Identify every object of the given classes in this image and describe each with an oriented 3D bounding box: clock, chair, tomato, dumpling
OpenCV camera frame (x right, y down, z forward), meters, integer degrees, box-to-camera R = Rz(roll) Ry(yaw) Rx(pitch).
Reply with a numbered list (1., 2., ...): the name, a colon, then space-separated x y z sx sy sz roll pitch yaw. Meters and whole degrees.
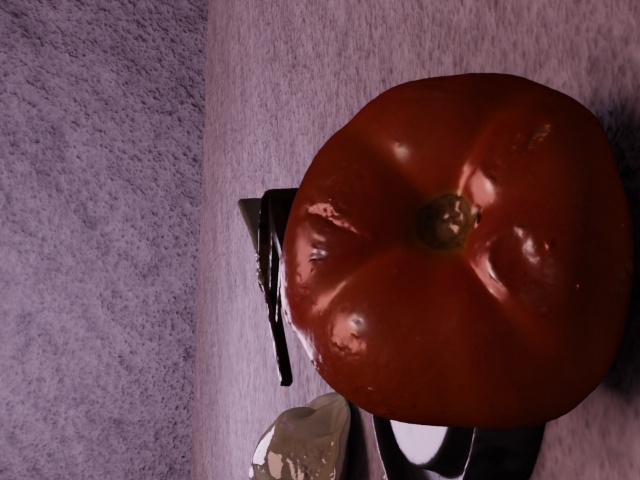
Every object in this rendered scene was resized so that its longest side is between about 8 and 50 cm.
1. clock: 0.115 0.095 1.021 0.319 0.066 0.318 -178 90 -77
2. chair: 0.000 0.000 1.332 0.186 0.160 0.319 98 166 -44
3. tomato: 0.097 0.009 0.789 0.180 0.260 0.259 52 -148 -64
4. dumpling: -0.014 0.266 1.461 0.216 0.126 0.166 106 -170 -72

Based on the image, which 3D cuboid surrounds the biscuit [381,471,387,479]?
1. biscuit: 0.086 0.267 1.212 0.081 0.018 0.083 -104 21 -49
